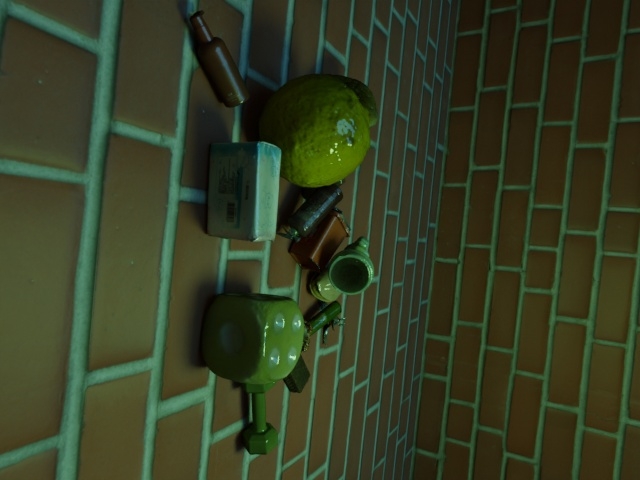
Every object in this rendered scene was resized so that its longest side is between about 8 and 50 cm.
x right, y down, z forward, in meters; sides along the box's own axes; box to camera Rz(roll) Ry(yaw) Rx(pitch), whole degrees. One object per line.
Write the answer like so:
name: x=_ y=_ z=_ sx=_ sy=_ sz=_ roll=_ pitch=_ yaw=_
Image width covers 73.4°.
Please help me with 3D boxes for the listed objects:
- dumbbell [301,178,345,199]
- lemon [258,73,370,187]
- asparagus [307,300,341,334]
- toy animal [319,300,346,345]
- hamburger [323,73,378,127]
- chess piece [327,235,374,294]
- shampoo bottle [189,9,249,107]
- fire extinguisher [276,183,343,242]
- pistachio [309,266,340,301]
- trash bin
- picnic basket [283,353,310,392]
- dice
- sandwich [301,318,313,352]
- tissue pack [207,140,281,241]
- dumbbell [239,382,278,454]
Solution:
dumbbell: x=0.016 y=-0.224 z=1.702 sx=0.231 sy=0.092 sz=0.082 roll=-38 pitch=156 yaw=-50
lemon: x=-0.027 y=-0.338 z=1.363 sx=0.350 sy=0.386 sz=0.350 roll=-20 pitch=90 yaw=-86
asparagus: x=-0.016 y=0.332 z=1.719 sx=0.277 sy=0.067 sz=0.060 roll=-32 pitch=80 yaw=-35
toy animal: x=0.068 y=0.351 z=1.880 sx=0.155 sy=0.095 sz=0.219 roll=-17 pitch=112 yaw=-47
hamburger: x=0.089 y=-0.514 z=1.611 sx=0.134 sy=0.265 sz=0.285 roll=102 pitch=-11 yaw=-58
chess piece: x=0.123 y=0.080 z=1.677 sx=0.298 sy=0.175 sz=0.176 roll=-73 pitch=159 yaw=-72
shampoo bottle: x=-0.276 y=-0.485 z=1.160 sx=0.085 sy=0.085 sz=0.244 roll=-59 pitch=140 yaw=-36
fire extinguisher: x=-0.041 y=-0.097 z=1.541 sx=0.269 sy=0.104 sz=0.105 roll=-48 pitch=138 yaw=-16
pistachio: x=0.041 y=0.181 z=1.777 sx=0.200 sy=0.117 sz=0.145 roll=-20 pitch=92 yaw=-60
trash bin: x=0.000 y=0.000 z=1.658 sx=0.239 sy=0.161 sz=0.184 roll=-61 pitch=143 yaw=-21
picnic basket: x=-0.097 y=0.506 z=1.671 sx=0.110 sy=0.054 sz=0.194 roll=-55 pitch=141 yaw=-40
dice: x=-0.197 y=0.283 z=1.293 sx=0.233 sy=0.226 sz=0.239 roll=8 pitch=87 yaw=-62
sandwich: x=-0.115 y=0.336 z=1.524 sx=0.079 sy=0.159 sz=0.235 roll=-47 pitch=153 yaw=-53
tissue pack: x=-0.216 y=-0.136 z=1.208 sx=0.124 sy=0.201 sz=0.272 roll=0 pitch=95 yaw=-52
dumbbell: x=-0.206 y=0.563 z=1.439 sx=0.121 sy=0.108 sz=0.302 roll=-21 pitch=113 yaw=-57
